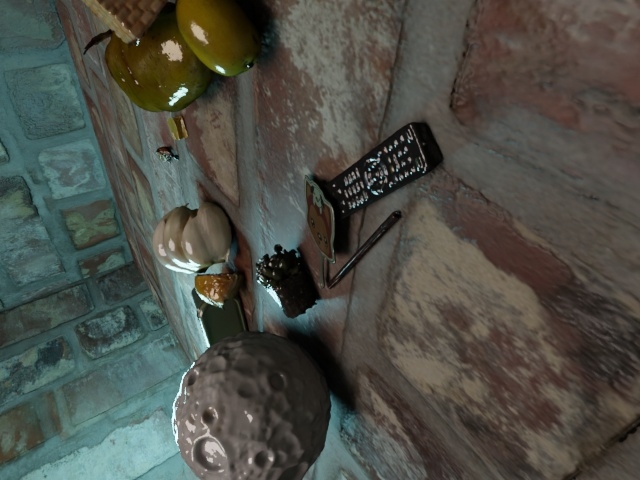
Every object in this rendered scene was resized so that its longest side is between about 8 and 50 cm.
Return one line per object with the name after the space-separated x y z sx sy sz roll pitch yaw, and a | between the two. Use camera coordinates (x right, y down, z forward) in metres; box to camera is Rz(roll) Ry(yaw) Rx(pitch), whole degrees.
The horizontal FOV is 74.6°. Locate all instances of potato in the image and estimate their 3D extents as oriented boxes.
-0.323 -0.377 0.871 0.369 0.176 0.196 13 88 48 | potato

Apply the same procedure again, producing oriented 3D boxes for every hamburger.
-0.297 0.141 1.182 0.175 0.087 0.102 -6 69 34 | hamburger

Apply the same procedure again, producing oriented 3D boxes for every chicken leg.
-0.488 -0.271 1.329 0.062 0.037 0.145 53 157 -23 | chicken leg

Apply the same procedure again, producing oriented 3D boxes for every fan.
0.000 0.000 0.712 0.132 0.009 0.220 -125 25 -49 | fan

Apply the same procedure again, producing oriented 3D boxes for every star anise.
-0.626 -0.609 1.214 0.141 0.144 0.158 62 153 24 | star anise

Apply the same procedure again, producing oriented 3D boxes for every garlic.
-0.371 -0.011 1.174 0.281 0.184 0.203 -26 72 62 | garlic

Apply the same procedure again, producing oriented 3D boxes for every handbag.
-0.395 -0.309 1.156 0.083 0.027 0.061 18 125 57 | handbag

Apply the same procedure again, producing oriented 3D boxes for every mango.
-0.165 -0.337 0.654 0.098 0.137 0.195 -41 65 15 | mango

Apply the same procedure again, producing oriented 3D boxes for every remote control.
0.063 -0.080 0.559 0.245 0.025 0.063 -24 88 62 | remote control

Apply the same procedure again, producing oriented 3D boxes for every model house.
-0.316 -0.412 0.628 0.172 0.167 0.182 35 174 -36 | model house

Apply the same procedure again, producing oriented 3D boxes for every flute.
0.057 0.025 0.656 0.014 0.014 0.269 58 151 14 | flute

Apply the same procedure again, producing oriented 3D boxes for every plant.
-0.068 0.079 0.834 0.143 0.094 0.092 57 166 -6 | plant

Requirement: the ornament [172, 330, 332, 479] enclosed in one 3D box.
-0.133 0.356 0.904 0.337 0.336 0.337 38 140 41 | ornament

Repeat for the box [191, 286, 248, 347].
-0.331 0.261 1.355 0.178 0.138 0.275 33 136 52 | box

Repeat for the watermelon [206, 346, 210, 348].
-0.219 0.359 1.173 0.214 0.188 0.188 2 113 43 | watermelon
